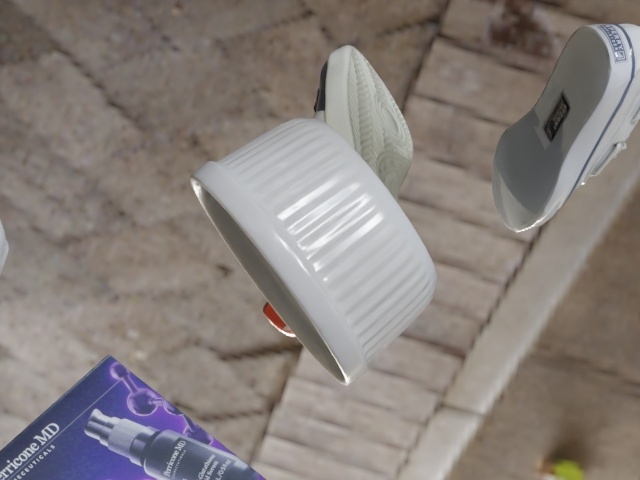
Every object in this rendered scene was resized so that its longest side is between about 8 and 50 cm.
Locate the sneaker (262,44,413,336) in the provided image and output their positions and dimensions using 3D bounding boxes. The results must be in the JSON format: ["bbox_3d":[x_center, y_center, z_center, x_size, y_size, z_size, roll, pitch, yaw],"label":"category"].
[{"bbox_3d":[-0.001,-0.049,1.780,0.148,0.350,0.131,-27,124,23],"label":"sneaker"}]

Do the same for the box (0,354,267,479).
[{"bbox_3d":[-0.131,0.211,1.329,0.207,0.153,0.108,36,146,15],"label":"box"}]

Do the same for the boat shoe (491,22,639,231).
[{"bbox_3d":[0.229,-0.092,1.617,0.084,0.095,0.258,-8,154,-24],"label":"boat shoe"}]

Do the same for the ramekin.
[{"bbox_3d":[0.000,0.000,1.467,0.207,0.109,0.207,51,172,10],"label":"ramekin"}]

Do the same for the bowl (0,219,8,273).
[{"bbox_3d":[-0.235,0.021,1.091,0.053,0.142,0.142,17,-172,-36],"label":"bowl"}]
